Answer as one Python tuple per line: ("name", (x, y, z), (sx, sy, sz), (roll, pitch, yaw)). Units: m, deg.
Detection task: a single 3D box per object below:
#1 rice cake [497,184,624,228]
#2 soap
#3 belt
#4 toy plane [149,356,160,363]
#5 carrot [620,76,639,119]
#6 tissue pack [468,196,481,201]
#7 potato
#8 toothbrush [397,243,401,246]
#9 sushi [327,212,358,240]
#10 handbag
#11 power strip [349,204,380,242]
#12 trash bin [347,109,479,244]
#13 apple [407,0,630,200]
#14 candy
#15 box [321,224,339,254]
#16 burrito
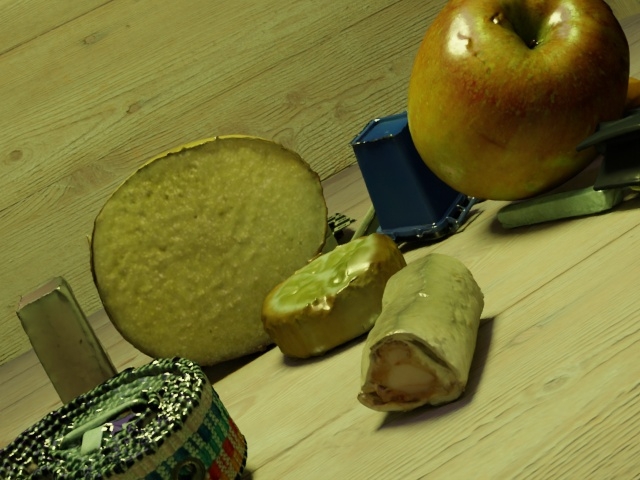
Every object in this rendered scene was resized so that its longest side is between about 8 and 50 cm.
("rice cake", (0.375, -0.054, 1.441), (0.045, 0.042, 0.245), (-27, 8, -30))
("soap", (-0.452, 0.211, 1.679), (0.107, 0.286, 0.296), (-28, 8, -14))
("belt", (-0.233, 0.278, 1.068), (0.295, 0.161, 0.207), (-30, 26, -1))
("toy plane", (-0.314, 0.289, 1.493), (0.197, 0.078, 0.053), (-46, 17, -17))
("carrot", (0.492, -0.207, 1.727), (0.301, 0.114, 0.114), (-32, 10, -10))
("tissue pack", (0.330, -0.121, 1.918), (0.112, 0.051, 0.156), (-18, 13, 42))
("potato", (-0.208, 0.009, 1.692), (0.442, 0.386, 0.319), (-29, 12, -10))
("toothbrush", (0.123, 0.026, 1.816), (0.288, 0.024, 0.026), (-28, 23, -5))
("sushi", (0.000, 0.000, 2.257), (0.192, 0.043, 0.279), (-30, 9, -8))
("handbag", (0.565, -0.177, 1.273), (0.303, 0.122, 0.329), (-30, 9, -30))
("power strip", (0.130, -0.045, 1.953), (0.198, 0.064, 0.213), (-63, -5, 19))
("trash bin", (0.175, -0.123, 1.743), (0.184, 0.235, 0.162), (-7, 29, 39))
("apple", (0.329, -0.249, 1.522), (0.384, 0.374, 0.374), (-50, 18, -27))
("candy", (0.023, 0.088, 1.472), (0.259, 0.118, 0.260), (-30, 10, 6))
("box", (-0.092, 0.045, 1.929), (0.231, 0.155, 0.149), (-23, 10, 35))
("burrito", (0.124, 0.105, 1.119), (0.143, 0.105, 0.299), (-29, 10, 20))
